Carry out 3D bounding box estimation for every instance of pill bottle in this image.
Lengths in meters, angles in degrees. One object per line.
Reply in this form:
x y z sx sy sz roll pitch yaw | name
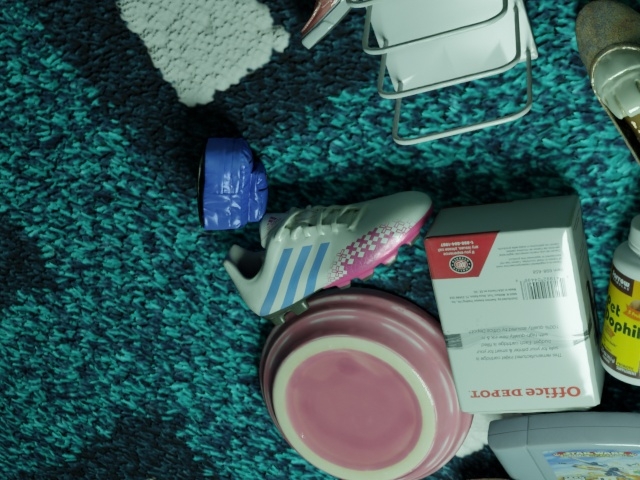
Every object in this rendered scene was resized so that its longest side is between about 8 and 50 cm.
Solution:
0.436 0.076 1.774 0.117 0.117 0.215 9 117 15 | pill bottle

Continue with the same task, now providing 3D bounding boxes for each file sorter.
0.136 -0.284 1.631 0.193 0.173 0.277 -12 123 16 | file sorter

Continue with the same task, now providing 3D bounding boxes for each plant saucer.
0.059 0.233 2.002 0.332 0.084 0.332 8 117 16 | plant saucer

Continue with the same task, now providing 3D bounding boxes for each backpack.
-0.125 -0.086 1.908 0.101 0.098 0.120 -4 108 -4 | backpack

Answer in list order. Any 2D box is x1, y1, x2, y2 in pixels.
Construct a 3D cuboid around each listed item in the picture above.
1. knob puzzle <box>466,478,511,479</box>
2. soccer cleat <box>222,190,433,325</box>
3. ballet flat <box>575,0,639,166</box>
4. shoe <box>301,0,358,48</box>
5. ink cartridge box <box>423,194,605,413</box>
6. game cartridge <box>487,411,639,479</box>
0.298 0.403 2.009 0.213 0.030 0.213 20 143 16 | knob puzzle
0.000 0.000 1.889 0.331 0.116 0.143 -32 105 30 | soccer cleat
0.412 -0.155 1.678 0.107 0.106 0.316 -29 102 28 | ballet flat
0.016 -0.336 1.758 0.081 0.063 0.178 43 115 -2 | shoe
0.269 0.090 1.841 0.197 0.114 0.273 -5 113 21 | ink cartridge box
0.391 0.295 1.876 0.297 0.062 0.198 -4 154 21 | game cartridge
